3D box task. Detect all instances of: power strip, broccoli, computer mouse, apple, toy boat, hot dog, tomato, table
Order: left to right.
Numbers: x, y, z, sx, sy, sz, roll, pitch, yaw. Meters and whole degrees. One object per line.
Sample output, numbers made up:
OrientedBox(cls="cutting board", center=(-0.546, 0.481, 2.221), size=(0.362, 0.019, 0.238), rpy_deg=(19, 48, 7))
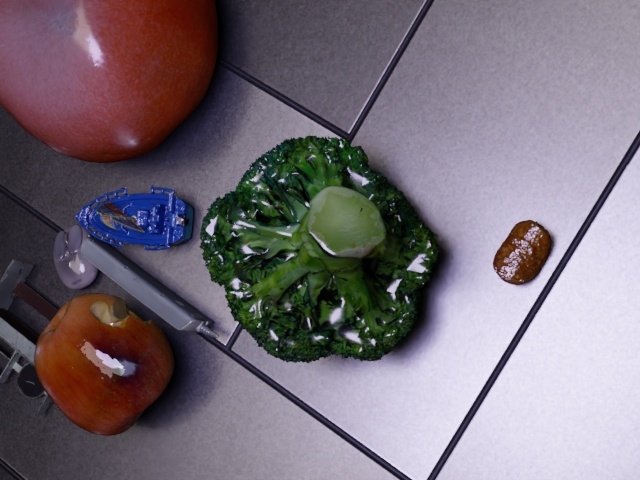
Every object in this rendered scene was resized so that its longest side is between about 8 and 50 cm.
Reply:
OrientedBox(cls="table", center=(-0.423, 0.141, 1.732), size=(0.146, 0.062, 0.175), rpy_deg=(33, 94, 22))
OrientedBox(cls="computer mouse", center=(-0.355, 0.023, 1.729), size=(0.066, 0.039, 0.096), rpy_deg=(-22, 75, 18))
OrientedBox(cls="tomato", center=(-0.313, -0.281, 1.622), size=(0.341, 0.272, 0.342), rpy_deg=(-3, 83, 22))
OrientedBox(cls="apple", center=(-0.292, 0.159, 1.610), size=(0.199, 0.199, 0.199), rpy_deg=(-3, 82, 22))
OrientedBox(cls="toy boat", center=(-0.273, -0.034, 1.665), size=(0.174, 0.110, 0.091), rpy_deg=(2, 84, 24))
OrientedBox(cls="power strip", center=(-0.236, 0.069, 1.663), size=(0.252, 0.060, 0.027), rpy_deg=(35, 96, 23))
OrientedBox(cls="broccoli", center=(0.000, 0.000, 1.458), size=(0.297, 0.297, 0.298), rpy_deg=(2, 72, -6))
OrientedBox(cls="hot dog", center=(0.249, 0.014, 1.483), size=(0.058, 0.035, 0.083), rpy_deg=(35, 97, 23))
